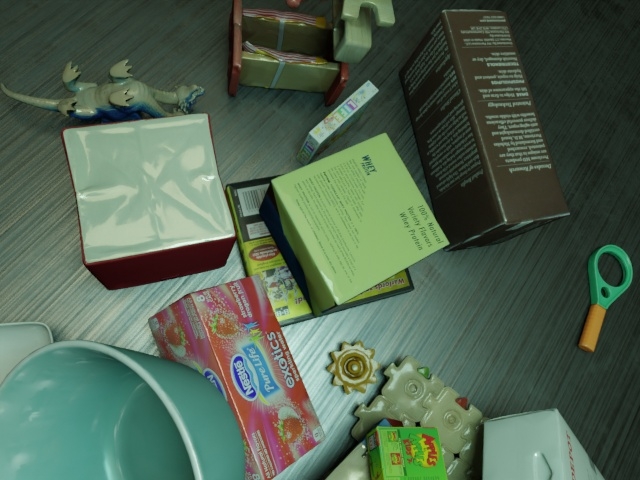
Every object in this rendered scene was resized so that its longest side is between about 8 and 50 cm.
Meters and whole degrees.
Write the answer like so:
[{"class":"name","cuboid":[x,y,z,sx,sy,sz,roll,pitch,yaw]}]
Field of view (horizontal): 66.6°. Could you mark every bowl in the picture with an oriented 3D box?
[{"class":"bowl","cuboid":[-0.210,0.257,0.548,0.311,0.163,0.312,-1,87,22]},{"class":"bowl","cuboid":[-0.429,0.186,0.656,0.142,0.053,0.142,-6,77,-17]}]

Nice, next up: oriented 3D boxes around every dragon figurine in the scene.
[{"class":"dragon figurine","cuboid":[-0.331,-0.209,0.768,0.289,0.144,0.085,-8,79,3]}]

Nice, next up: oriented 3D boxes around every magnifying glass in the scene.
[{"class":"magnifying glass","cuboid":[0.553,0.110,0.956,0.092,0.026,0.231,32,71,-5]}]

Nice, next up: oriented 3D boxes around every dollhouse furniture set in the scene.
[{"class":"dollhouse furniture set","cuboid":[-0.023,-0.356,0.740,0.201,0.374,0.152,2,80,-16]}]

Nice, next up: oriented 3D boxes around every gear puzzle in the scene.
[{"class":"gear puzzle","cuboid":[0.144,0.293,0.791,0.339,0.044,0.175,39,79,1]}]

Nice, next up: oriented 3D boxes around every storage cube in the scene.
[{"class":"storage cube","cuboid":[-0.238,-0.047,0.695,0.215,0.193,0.184,-11,79,-18]}]

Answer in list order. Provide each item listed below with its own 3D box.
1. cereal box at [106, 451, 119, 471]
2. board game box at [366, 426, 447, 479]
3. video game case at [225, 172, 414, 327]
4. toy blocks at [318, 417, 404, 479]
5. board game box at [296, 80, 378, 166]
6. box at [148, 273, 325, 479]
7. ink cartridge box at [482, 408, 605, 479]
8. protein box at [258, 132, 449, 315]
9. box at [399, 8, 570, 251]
[{"class":"cereal box","cuboid":[-0.296,0.303,0.663,0.173,0.047,0.240,39,69,-4]},{"class":"board game box","cuboid":[0.119,0.337,0.622,0.092,0.043,0.181,7,52,-16]},{"class":"video game case","cuboid":[0.000,0.000,0.831,0.274,0.035,0.248,-13,79,-19]},{"class":"toy blocks","cuboid":[0.104,0.436,0.662,0.261,0.191,0.381,-36,73,-25]},{"class":"board game box","cuboid":[0.028,-0.202,0.854,0.026,0.103,0.154,45,70,0]},{"class":"box","cuboid":[-0.117,0.193,0.678,0.128,0.122,0.257,-13,78,-51]},{"class":"ink cartridge box","cuboid":[0.342,0.410,0.685,0.283,0.117,0.207,51,36,-19]},{"class":"protein box","cuboid":[0.045,-0.022,0.757,0.201,0.136,0.200,-26,83,-20]},{"class":"box","cuboid":[0.277,-0.190,0.872,0.143,0.191,0.382,-6,78,-17]}]
